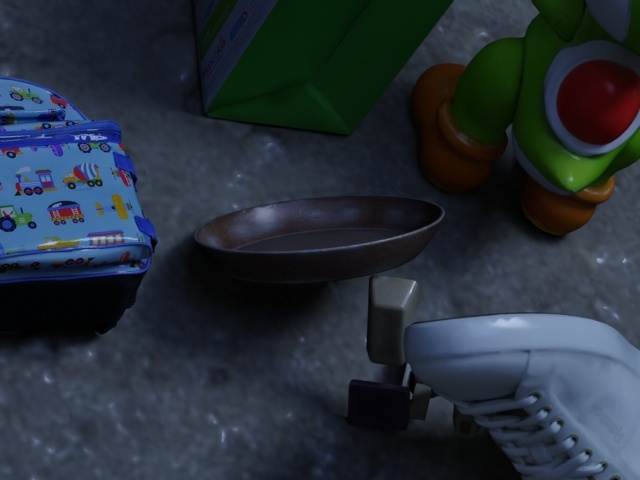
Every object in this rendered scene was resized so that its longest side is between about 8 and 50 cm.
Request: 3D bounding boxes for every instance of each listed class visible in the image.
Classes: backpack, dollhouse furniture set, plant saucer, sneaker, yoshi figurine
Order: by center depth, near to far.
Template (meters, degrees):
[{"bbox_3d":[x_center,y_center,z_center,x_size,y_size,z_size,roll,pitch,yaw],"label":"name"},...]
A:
[{"bbox_3d":[-0.195,-0.034,1.230,0.158,0.117,0.173,-1,58,-28],"label":"backpack"},{"bbox_3d":[0.160,0.123,1.263,0.290,0.106,0.123,21,65,-45],"label":"sneaker"},{"bbox_3d":[0.000,0.000,1.298,0.168,0.168,0.029,-13,104,-32],"label":"plant saucer"},{"bbox_3d":[0.071,0.060,1.300,0.091,0.114,0.081,7,37,9],"label":"dollhouse furniture set"},{"bbox_3d":[0.206,-0.173,1.357,0.203,0.362,0.203,-25,73,-35],"label":"yoshi figurine"}]

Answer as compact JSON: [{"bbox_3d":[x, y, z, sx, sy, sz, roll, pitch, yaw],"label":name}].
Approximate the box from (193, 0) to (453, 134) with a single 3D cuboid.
[{"bbox_3d":[0.005,-0.244,1.367,0.126,0.262,0.231,8,56,-23],"label":"box"}]
